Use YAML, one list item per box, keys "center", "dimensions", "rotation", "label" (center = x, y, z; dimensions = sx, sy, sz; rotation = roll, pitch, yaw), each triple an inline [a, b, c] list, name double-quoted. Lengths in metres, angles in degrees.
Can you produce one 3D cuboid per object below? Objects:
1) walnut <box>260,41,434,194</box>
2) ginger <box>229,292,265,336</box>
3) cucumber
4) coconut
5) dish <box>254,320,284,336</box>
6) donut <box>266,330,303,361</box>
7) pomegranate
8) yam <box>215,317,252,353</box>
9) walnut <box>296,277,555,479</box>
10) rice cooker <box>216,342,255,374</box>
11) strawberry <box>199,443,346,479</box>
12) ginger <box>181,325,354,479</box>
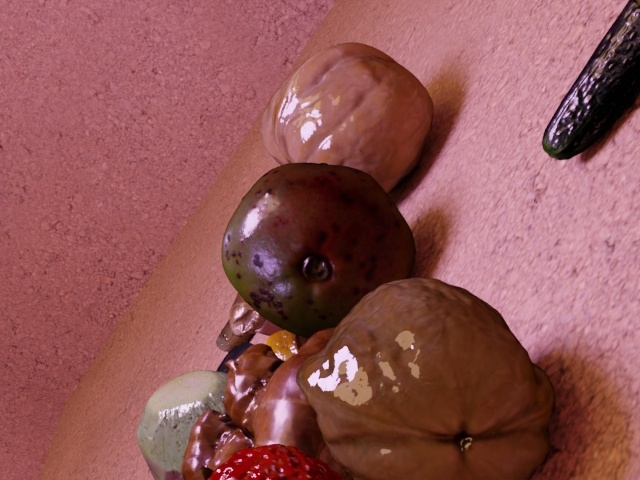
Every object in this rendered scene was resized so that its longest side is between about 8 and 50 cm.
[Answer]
- center: [0.054, -0.204, 1.886]
  dimensions: [0.285, 0.285, 0.296]
  rotation: [-59, 37, 4]
  label: "walnut"
- center: [-0.076, 0.023, 1.907]
  dimensions: [0.148, 0.081, 0.334]
  rotation: [-48, 17, 42]
  label: "ginger"
- center: [0.347, -0.193, 1.284]
  dimensions: [0.241, 0.074, 0.074]
  rotation: [-57, 15, 20]
  label: "cucumber"
- center: [-0.186, 0.333, 1.776]
  dimensions: [0.204, 0.236, 0.236]
  rotation: [9, 68, 49]
  label: "coconut"
- center: [-0.046, 0.104, 1.976]
  dimensions: [0.213, 0.090, 0.213]
  rotation: [-51, 17, 22]
  label: "dish"
- center: [-0.046, 0.208, 1.687]
  dimensions: [0.152, 0.058, 0.152]
  rotation: [-13, -90, -88]
  label: "donut"
- center: [-0.017, 0.014, 1.667]
  dimensions: [0.291, 0.290, 0.323]
  rotation: [-62, 20, -7]
  label: "pomegranate"
- center: [-0.117, 0.102, 2.255]
  dimensions: [0.317, 0.067, 0.071]
  rotation: [-58, 28, 15]
  label: "yam"
- center: [0.105, 0.158, 1.103]
  dimensions: [0.283, 0.282, 0.228]
  rotation: [-145, 56, -75]
  label: "walnut"
- center: [-0.128, 0.250, 1.942]
  dimensions: [0.165, 0.106, 0.112]
  rotation: [-40, 25, 62]
  label: "rice cooker"
- center: [-0.042, 0.378, 1.216]
  dimensions: [0.257, 0.257, 0.277]
  rotation: [-60, 32, -1]
  label: "strawberry"
- center: [-0.057, 0.282, 1.476]
  dimensions: [0.358, 0.152, 0.274]
  rotation: [-56, 35, 11]
  label: "ginger"
